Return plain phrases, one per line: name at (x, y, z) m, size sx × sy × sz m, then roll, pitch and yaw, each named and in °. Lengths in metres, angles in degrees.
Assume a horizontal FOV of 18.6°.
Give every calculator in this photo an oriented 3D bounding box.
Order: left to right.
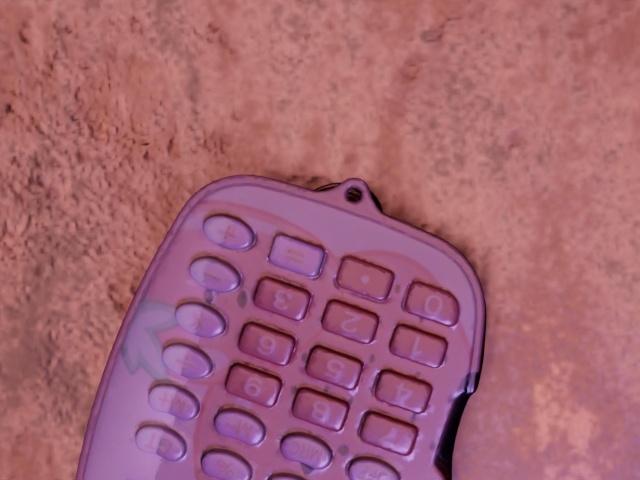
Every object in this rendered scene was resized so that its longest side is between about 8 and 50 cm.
calculator at (-0.026, 0.117, 1.164) m, size 0.220 × 0.048 × 0.329 m, roll 20°, pitch 102°, yaw 7°

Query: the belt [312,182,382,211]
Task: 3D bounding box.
belt at (0.000, 0.000, 1.180) m, size 0.059 × 0.036 × 0.083 m, roll 42°, pitch 96°, yaw 5°
